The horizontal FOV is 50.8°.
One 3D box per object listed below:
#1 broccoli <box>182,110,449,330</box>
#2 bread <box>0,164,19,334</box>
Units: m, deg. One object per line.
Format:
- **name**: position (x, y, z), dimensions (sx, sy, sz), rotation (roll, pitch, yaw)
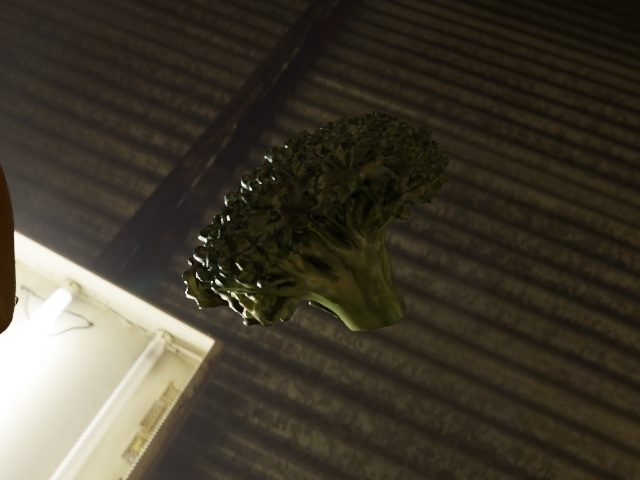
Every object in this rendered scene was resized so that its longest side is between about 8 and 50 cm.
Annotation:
- **broccoli**: position (-0.009, -0.023, 0.838), dimensions (0.324, 0.334, 0.271), rotation (-2, -86, -10)
- **bread**: position (-0.695, -0.009, 1.104), dimensions (0.348, 0.253, 0.376), rotation (-4, -119, -18)
